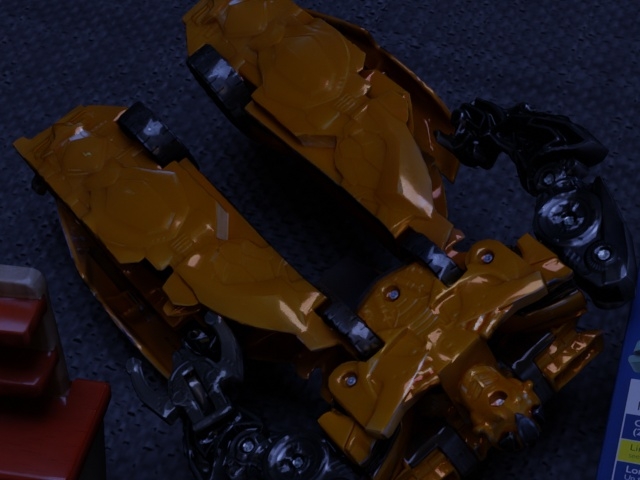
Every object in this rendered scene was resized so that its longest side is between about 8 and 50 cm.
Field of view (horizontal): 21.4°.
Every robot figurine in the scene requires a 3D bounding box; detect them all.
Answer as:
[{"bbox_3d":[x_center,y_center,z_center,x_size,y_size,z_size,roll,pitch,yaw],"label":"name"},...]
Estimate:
[{"bbox_3d":[0.000,0.000,0.725,0.211,0.085,0.291,-41,52,-6],"label":"robot figurine"}]

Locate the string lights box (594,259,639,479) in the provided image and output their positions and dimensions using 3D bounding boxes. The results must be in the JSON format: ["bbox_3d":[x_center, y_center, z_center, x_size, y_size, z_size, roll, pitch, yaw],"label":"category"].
[{"bbox_3d":[0.185,0.063,0.669,0.133,0.076,0.259,7,45,14],"label":"string lights box"}]

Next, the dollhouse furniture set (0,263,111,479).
[{"bbox_3d":[-0.158,0.143,0.576,0.262,0.135,0.259,5,45,11],"label":"dollhouse furniture set"}]
